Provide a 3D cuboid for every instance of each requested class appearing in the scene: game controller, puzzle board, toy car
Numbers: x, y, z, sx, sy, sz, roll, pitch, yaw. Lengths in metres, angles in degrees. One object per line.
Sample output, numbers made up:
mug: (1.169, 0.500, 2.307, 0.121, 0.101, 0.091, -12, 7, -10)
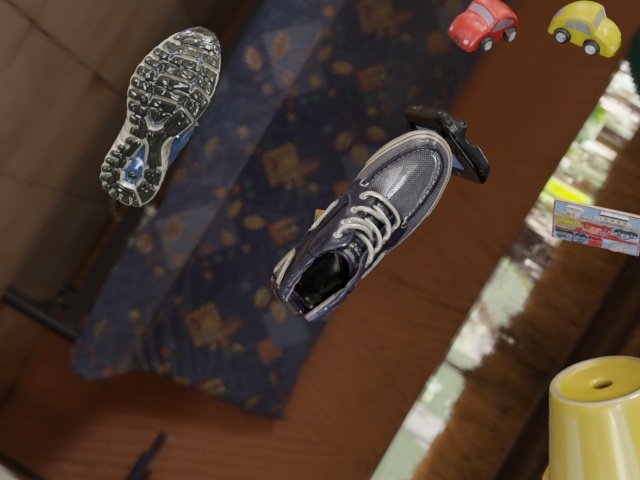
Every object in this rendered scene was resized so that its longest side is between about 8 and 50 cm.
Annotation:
game controller: (0.249, -0.194, 2.357, 0.067, 0.166, 0.319, -30, -168, -3)
puzzle board: (0.394, -0.017, 1.678, 0.096, 0.128, 0.011, 76, 32, -57)
toy car: (0.282, -0.340, 1.606, 0.053, 0.239, 0.225, 101, -12, -47)

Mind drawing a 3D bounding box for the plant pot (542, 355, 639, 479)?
plant pot: (0.451, 0.315, 1.789, 0.254, 0.254, 0.239, -57, 134, -68)

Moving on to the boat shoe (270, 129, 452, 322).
boat shoe: (0.068, -0.015, 1.681, 0.340, 0.127, 0.158, -48, -171, 5)

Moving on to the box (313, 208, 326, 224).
box: (0.000, 0.000, 1.959, 0.136, 0.028, 0.081, -104, -157, -77)

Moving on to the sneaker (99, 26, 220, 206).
sneaker: (-0.260, -0.219, 1.942, 0.330, 0.130, 0.147, -56, -170, 29)
